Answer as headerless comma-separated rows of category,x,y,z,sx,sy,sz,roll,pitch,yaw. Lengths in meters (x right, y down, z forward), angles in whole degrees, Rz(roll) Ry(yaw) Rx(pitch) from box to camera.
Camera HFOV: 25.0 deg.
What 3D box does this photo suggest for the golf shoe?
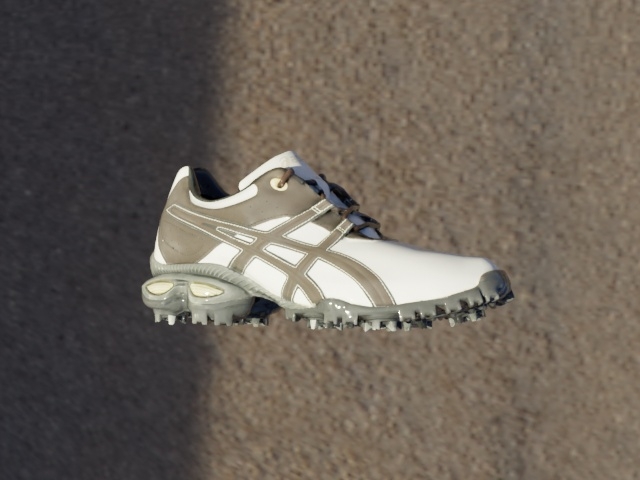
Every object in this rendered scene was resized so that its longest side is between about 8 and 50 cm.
golf shoe,0.000,0.000,0.730,0.077,0.198,0.094,11,82,-69
